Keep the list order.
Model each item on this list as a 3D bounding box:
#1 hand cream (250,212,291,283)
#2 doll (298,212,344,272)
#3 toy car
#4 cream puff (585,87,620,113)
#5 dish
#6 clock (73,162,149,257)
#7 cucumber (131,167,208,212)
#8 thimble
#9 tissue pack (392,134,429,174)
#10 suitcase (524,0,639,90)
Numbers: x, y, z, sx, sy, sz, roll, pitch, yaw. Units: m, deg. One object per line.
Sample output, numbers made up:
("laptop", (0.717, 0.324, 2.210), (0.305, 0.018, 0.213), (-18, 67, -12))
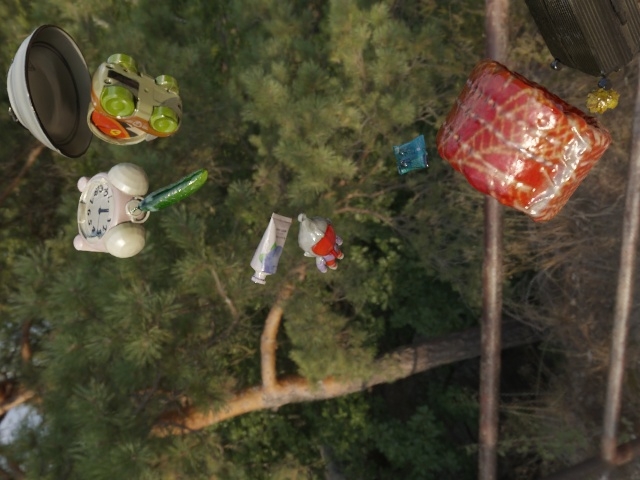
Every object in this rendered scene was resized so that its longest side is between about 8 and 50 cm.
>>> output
("hand cream", (-0.098, 0.018, 1.007), (0.053, 0.142, 0.084), (25, -176, 21))
("doll", (0.000, 0.000, 1.155), (0.075, 0.102, 0.227), (20, 165, 33))
("toy car", (-0.476, -0.321, 1.281), (0.235, 0.235, 0.145), (97, 168, -59))
("cream puff", (0.791, -0.395, 1.432), (0.058, 0.083, 0.083), (-49, -27, -83))
("dish", (-0.661, -0.352, 1.235), (0.316, 0.106, 0.316), (-2, -90, -88))
("clock", (-0.765, -0.104, 1.892), (0.326, 0.184, 0.342), (-5, 87, 43))
("cucumber", (-0.409, -0.129, 1.403), (0.056, 0.250, 0.056), (61, -169, -22))
("thimble", (0.437, -0.224, 1.125), (0.230, 0.350, 0.350), (-61, 37, 28))
("tissue pack", (0.233, -0.220, 1.342), (0.138, 0.028, 0.085), (-9, 95, 63))
("suitcase", (0.627, -0.561, 1.240), (0.335, 0.152, 0.229), (42, -168, -32))
